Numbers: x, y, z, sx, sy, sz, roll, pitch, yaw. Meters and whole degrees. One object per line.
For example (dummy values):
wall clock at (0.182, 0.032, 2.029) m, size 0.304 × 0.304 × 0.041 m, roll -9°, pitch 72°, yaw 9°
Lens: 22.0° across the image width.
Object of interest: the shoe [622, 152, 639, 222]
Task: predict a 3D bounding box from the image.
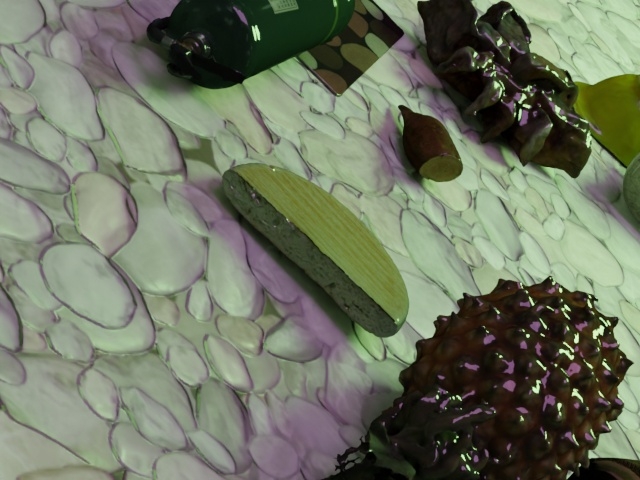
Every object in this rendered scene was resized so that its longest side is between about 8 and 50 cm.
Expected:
shoe at (0.484, -0.020, 1.931) m, size 0.316 × 0.124 × 0.159 m, roll 39°, pitch 24°, yaw -11°

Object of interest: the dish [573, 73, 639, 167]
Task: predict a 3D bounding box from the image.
dish at (0.396, -0.152, 2.019) m, size 0.207 × 0.080 × 0.149 m, roll 30°, pitch 33°, yaw -27°

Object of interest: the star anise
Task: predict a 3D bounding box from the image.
star anise at (0.215, -0.179, 1.810) m, size 0.220 × 0.099 × 0.214 m, roll 20°, pitch 48°, yaw -37°

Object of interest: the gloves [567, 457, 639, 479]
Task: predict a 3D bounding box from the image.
gloves at (0.352, 0.251, 1.402) m, size 0.331 × 0.154 × 0.141 m, roll 16°, pitch 42°, yaw -30°

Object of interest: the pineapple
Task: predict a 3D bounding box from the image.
pineapple at (0.105, 0.146, 1.231) m, size 0.175 × 0.175 × 0.361 m, roll 49°, pitch 40°, yaw 7°

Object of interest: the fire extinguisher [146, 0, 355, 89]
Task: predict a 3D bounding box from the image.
fire extinguisher at (-0.071, -0.190, 1.479) m, size 0.118 × 0.093 × 0.294 m, roll 25°, pitch 27°, yaw 17°

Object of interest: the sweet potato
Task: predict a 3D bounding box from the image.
sweet potato at (0.101, -0.100, 1.631) m, size 0.049 × 0.049 × 0.117 m, roll 19°, pitch 28°, yaw -37°

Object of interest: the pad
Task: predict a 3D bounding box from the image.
pad at (0.001, -0.238, 1.709) m, size 0.158 × 0.003 × 0.235 m, roll 44°, pitch 30°, yaw -2°

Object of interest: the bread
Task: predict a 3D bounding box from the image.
bread at (0.004, 0.001, 1.391) m, size 0.193 × 0.036 × 0.112 m, roll 44°, pitch 25°, yaw 4°
